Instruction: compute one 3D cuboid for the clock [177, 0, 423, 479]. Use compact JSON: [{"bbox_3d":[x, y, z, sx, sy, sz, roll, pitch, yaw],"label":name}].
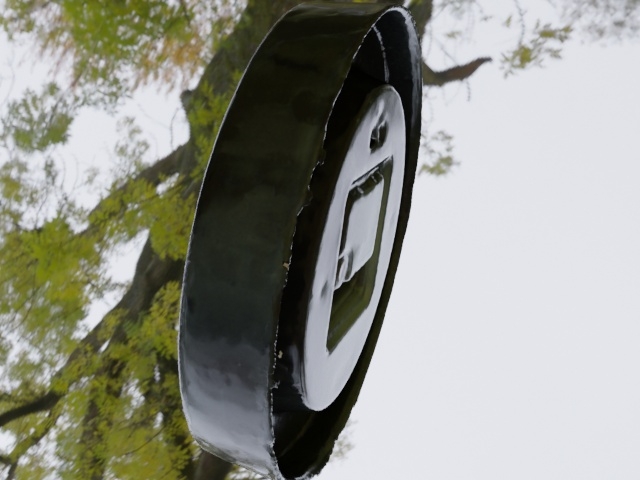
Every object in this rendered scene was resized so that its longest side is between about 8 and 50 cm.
[{"bbox_3d":[0.000,0.000,0.689,0.076,0.386,0.386,13,-127,14],"label":"clock"}]
